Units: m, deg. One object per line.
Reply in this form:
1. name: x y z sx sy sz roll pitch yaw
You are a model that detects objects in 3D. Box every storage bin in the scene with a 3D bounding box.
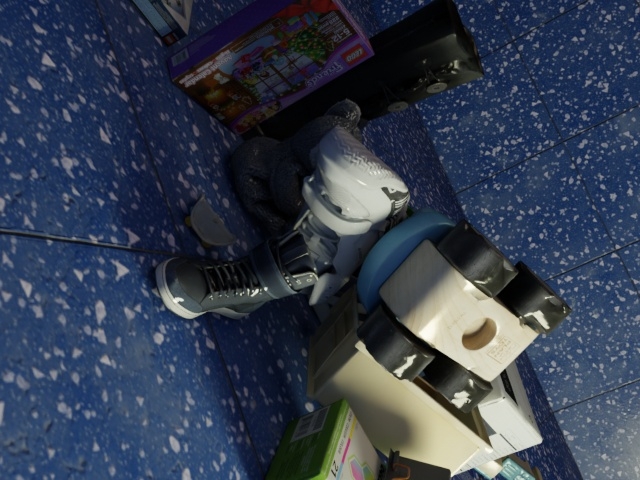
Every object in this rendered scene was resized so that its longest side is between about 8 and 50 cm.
1. storage bin: 0.117 0.227 1.285 0.262 0.123 0.260 39 14 -10
2. storage bin: 0.130 0.355 1.104 0.135 0.091 0.098 -68 163 -60

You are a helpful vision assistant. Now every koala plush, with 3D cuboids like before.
1. koala plush: -0.019 -0.133 1.362 0.203 0.221 0.196 42 33 -16

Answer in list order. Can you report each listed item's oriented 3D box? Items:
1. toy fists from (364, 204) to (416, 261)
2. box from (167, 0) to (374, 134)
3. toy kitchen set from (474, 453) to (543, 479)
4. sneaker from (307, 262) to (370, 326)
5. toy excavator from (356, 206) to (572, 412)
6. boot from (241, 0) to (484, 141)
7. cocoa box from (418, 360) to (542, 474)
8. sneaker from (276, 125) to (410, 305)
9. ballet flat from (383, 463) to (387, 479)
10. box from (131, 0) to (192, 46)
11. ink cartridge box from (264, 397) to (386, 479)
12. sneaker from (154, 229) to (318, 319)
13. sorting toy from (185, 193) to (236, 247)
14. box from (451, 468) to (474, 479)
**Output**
1. toy fists: 0.140 -0.007 1.815 0.096 0.142 0.279 48 17 4
2. box: -0.081 -0.311 1.366 0.201 0.293 0.057 36 31 -54
3. toy kitchen set: 0.374 0.542 1.756 0.207 0.166 0.122 38 17 -8
4. sneaker: 0.083 0.126 1.456 0.350 0.148 0.131 62 18 -7
5. toy excavator: 0.201 0.058 1.324 0.433 0.222 0.445 33 14 -36
6. boot: 0.107 -0.275 1.587 0.367 0.445 0.146 11 55 -68
7. cocoa box: 0.260 0.257 1.634 0.231 0.228 0.347 47 24 -43
8. sneaker: 0.016 -0.020 1.166 0.137 0.210 0.366 42 -3 14
9. ballet flat: 0.156 0.448 1.307 0.348 0.123 0.123 39 30 -48
10. box: -0.287 -0.462 1.404 0.159 0.044 0.233 50 22 -36
11. ink cartridge box: 0.039 0.374 1.085 0.255 0.097 0.189 60 18 -10
12. sneaker: -0.100 0.039 1.056 0.226 0.163 0.086 14 53 -65
13. sorting toy: -0.162 -0.034 1.179 0.083 0.045 0.075 55 13 -23
14. box: 0.287 0.471 1.728 0.136 0.036 0.225 52 21 -32
